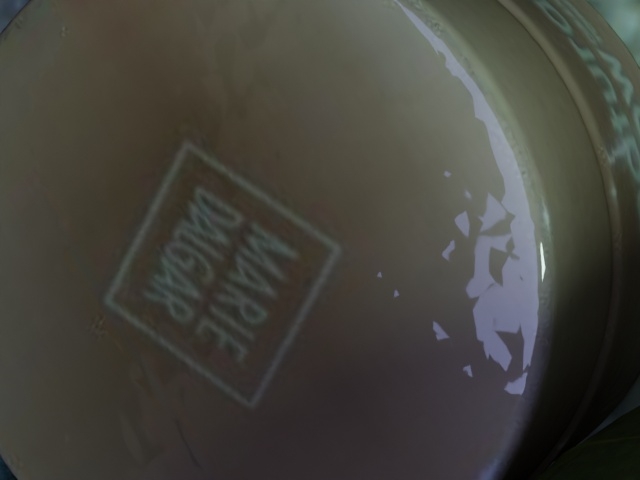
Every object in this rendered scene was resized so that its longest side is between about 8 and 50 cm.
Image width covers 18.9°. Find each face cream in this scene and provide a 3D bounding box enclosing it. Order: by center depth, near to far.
[{"bbox_3d":[0.000,0.000,0.449,0.149,0.104,0.149,4,100,25],"label":"face cream"}]

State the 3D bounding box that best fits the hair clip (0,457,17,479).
[{"bbox_3d":[-0.101,0.096,0.546,0.039,0.070,0.229,12,110,19],"label":"hair clip"}]

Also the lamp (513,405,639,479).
[{"bbox_3d":[0.125,0.107,0.342,0.250,0.250,0.284,4,75,24],"label":"lamp"}]
